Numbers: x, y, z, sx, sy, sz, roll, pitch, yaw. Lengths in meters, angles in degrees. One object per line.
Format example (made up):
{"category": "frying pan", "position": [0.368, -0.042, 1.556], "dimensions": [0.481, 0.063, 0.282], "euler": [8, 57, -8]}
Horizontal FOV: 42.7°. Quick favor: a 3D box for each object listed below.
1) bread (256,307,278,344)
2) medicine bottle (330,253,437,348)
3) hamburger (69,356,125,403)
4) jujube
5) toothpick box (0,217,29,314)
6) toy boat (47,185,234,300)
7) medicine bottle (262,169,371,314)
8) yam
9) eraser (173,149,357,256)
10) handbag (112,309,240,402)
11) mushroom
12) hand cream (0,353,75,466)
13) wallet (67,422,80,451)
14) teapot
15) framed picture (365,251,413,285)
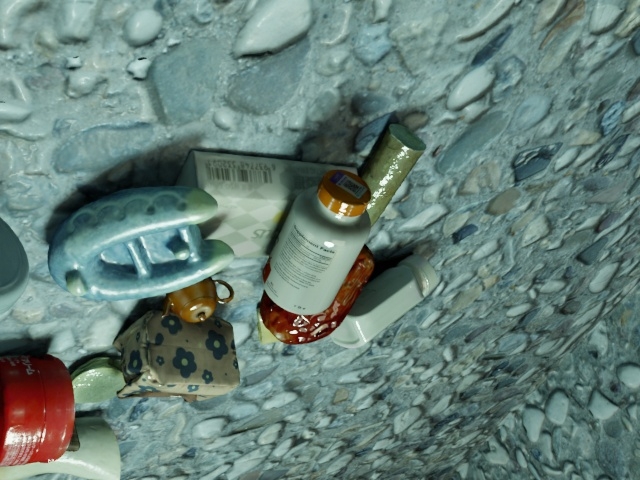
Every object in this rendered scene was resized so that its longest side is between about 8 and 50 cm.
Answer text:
{"category": "bread", "position": [-0.069, 0.190, 2.022], "dimensions": [0.178, 0.060, 0.139], "euler": [-13, 144, -12]}
{"category": "medicine bottle", "position": [0.154, 0.148, 2.011], "dimensions": [0.296, 0.111, 0.161], "euler": [-35, -164, -34]}
{"category": "hamburger", "position": [-0.510, 0.317, 1.861], "dimensions": [0.140, 0.062, 0.133], "euler": [14, 124, -46]}
{"category": "jujube", "position": [-0.007, 0.108, 1.851], "dimensions": [0.290, 0.197, 0.197], "euler": [-44, 149, -6]}
{"category": "toothpick box", "position": [-0.663, 0.101, 1.292], "dimensions": [0.354, 0.263, 0.263], "euler": [-43, 146, 22]}
{"category": "toy boat", "position": [-0.325, 0.025, 1.450], "dimensions": [0.330, 0.123, 0.215], "euler": [-8, 134, 2]}
{"category": "medicine bottle", "position": [0.000, 0.000, 1.578], "dimensions": [0.157, 0.157, 0.289], "euler": [-6, 140, -33]}
{"category": "yam", "position": [0.125, -0.126, 1.724], "dimensions": [0.093, 0.093, 0.259], "euler": [-3, 139, -36]}
{"category": "eraser", "position": [-0.112, -0.063, 1.626], "dimensions": [0.396, 0.082, 0.213], "euler": [0, 138, -39]}
{"category": "handbag", "position": [-0.330, 0.268, 1.819], "dimensions": [0.251, 0.190, 0.193], "euler": [12, 146, -42]}
{"category": "mushroom", "position": [-0.666, 0.501, 1.894], "dimensions": [0.397, 0.177, 0.126], "euler": [3, 129, -38]}
{"category": "hand cream", "position": [-0.613, 0.347, 1.668], "dimensions": [0.149, 0.230, 0.230], "euler": [2, 136, -40]}
{"category": "wallet", "position": [-0.646, 0.413, 1.825], "dimensions": [0.042, 0.124, 0.230], "euler": [-38, 148, 27]}
{"category": "teapot", "position": [-0.264, 0.126, 1.745], "dimensions": [0.173, 0.116, 0.116], "euler": [-12, 144, -28]}
{"category": "framed picture", "position": [0.073, 0.141, 2.130], "dimensions": [0.323, 0.013, 0.244], "euler": [-12, 144, -26]}
